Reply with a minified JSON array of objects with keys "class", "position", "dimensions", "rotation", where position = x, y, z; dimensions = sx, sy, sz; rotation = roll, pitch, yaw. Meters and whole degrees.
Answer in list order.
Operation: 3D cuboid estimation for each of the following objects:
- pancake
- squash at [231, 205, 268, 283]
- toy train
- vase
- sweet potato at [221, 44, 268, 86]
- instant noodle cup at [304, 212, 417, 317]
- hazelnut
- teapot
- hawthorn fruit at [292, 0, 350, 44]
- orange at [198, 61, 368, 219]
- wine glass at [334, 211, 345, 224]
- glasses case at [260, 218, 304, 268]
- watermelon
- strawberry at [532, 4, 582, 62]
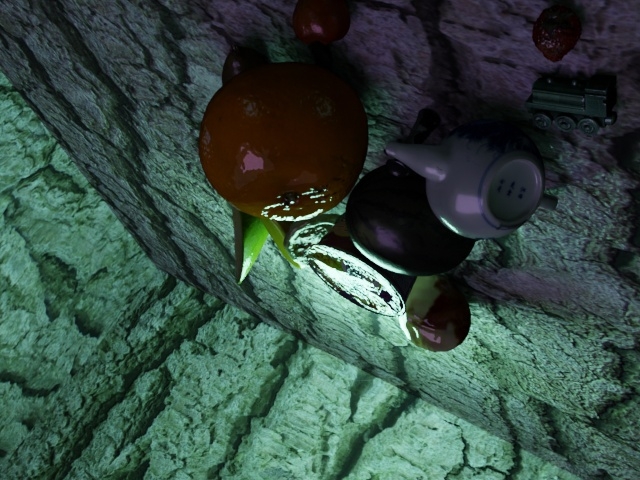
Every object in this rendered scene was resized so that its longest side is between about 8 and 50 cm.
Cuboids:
[{"class":"pancake","position":[0.000,0.000,2.277],"dimensions":[0.253,0.037,0.254],"rotation":[-7,137,-7]},{"class":"squash","position":[-0.285,-0.022,2.497],"dimensions":[0.203,0.289,0.111],"rotation":[36,153,-13]},{"class":"toy train","position":[0.464,-0.258,1.292],"dimensions":[0.170,0.071,0.111],"rotation":[18,143,37]},{"class":"vase","position":[0.211,-0.221,1.577],"dimensions":[0.059,0.167,0.059],"rotation":[28,157,13]},{"class":"sweet potato","position":[-0.186,-0.388,1.834],"dimensions":[0.157,0.158,0.370],"rotation":[30,150,11]},{"class":"instant noodle cup","position":[0.159,0.018,1.993],"dimensions":[0.339,0.266,0.340],"rotation":[29,158,13]},{"class":"hazelnut","position":[0.367,0.230,2.233],"dimensions":[0.261,0.241,0.261],"rotation":[30,133,39]},{"class":"teapot","position":[0.335,-0.136,1.495],"dimensions":[0.423,0.253,0.280],"rotation":[14,-169,-26]},{"class":"hawthorn fruit","position":[0.007,-0.471,1.445],"dimensions":[0.125,0.140,0.125],"rotation":[24,-173,-3]},{"class":"orange","position":[-0.087,-0.223,1.679],"dimensions":[0.423,0.327,0.424],"rotation":[-7,155,-3]},{"class":"wine glass","position":[0.131,0.003,2.228],"dimensions":[0.103,0.103,0.222],"rotation":[14,151,41]},{"class":"glasses case","position":[-0.096,-0.052,2.371],"dimensions":[0.173,0.141,0.371],"rotation":[36,164,41]},{"class":"watermelon","position":[0.238,-0.048,1.728],"dimensions":[0.359,0.279,0.278],"rotation":[16,166,-26]},{"class":"strawberry","position":[0.400,-0.348,1.184],"dimensions":[0.083,0.083,0.096],"rotation":[27,162,17]}]
